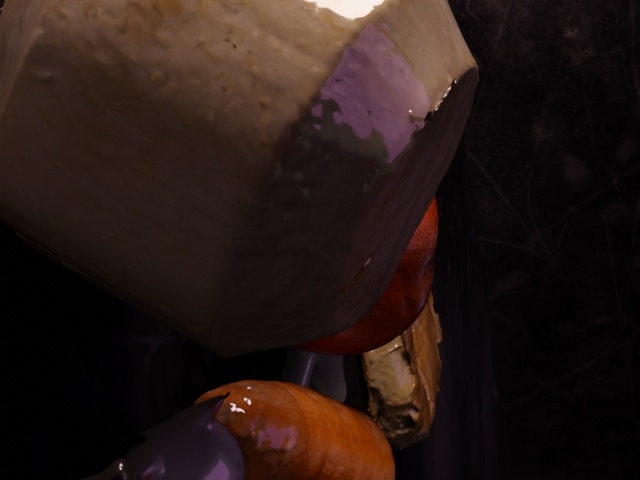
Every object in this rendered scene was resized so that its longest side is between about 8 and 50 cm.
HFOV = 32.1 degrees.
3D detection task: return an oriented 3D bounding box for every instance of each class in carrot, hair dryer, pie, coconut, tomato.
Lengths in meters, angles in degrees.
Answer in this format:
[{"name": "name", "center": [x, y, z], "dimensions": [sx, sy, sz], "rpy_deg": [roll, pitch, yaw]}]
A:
[{"name": "carrot", "center": [-0.042, 0.197, 0.989], "dimensions": [0.225, 0.159, 0.159], "rpy_deg": [40, 47, -55]}, {"name": "hair dryer", "center": [-0.024, 0.194, 1.214], "dimensions": [0.206, 0.075, 0.237], "rpy_deg": [78, 23, -45]}, {"name": "pie", "center": [0.125, 0.143, 1.695], "dimensions": [0.339, 0.083, 0.339], "rpy_deg": [-4, 90, -72]}, {"name": "coconut", "center": [-0.069, -0.086, 0.727], "dimensions": [0.323, 0.323, 0.322], "rpy_deg": [-5, 90, -75]}, {"name": "tomato", "center": [-0.001, 0.004, 1.069], "dimensions": [0.189, 0.232, 0.231], "rpy_deg": [-1, 85, -34]}]

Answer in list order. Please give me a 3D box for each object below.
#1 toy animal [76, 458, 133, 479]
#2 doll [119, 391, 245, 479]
[{"name": "toy animal", "center": [-0.149, 0.186, 0.581], "dimensions": [0.245, 0.146, 0.114], "rpy_deg": [67, 17, -51]}, {"name": "doll", "center": [-0.096, 0.210, 0.845], "dimensions": [0.110, 0.107, 0.180], "rpy_deg": [-46, 126, -42]}]
